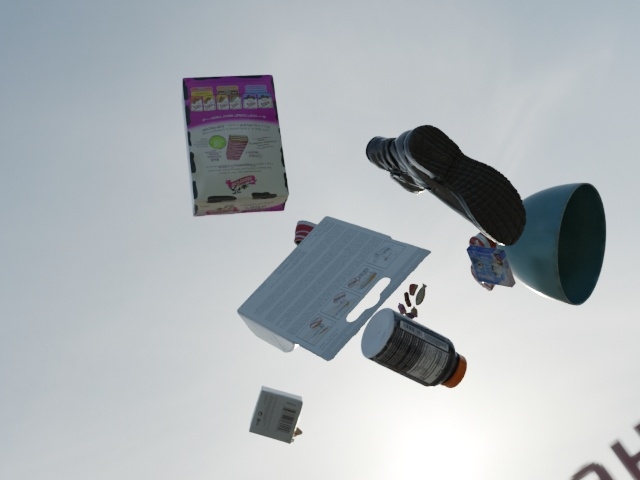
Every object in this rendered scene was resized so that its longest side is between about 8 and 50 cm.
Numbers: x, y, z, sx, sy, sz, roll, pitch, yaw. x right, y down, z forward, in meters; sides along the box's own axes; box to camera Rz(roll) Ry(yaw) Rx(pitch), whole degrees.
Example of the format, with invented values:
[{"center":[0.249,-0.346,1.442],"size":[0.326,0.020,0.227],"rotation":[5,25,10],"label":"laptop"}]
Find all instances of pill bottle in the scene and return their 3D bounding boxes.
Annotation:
[{"center":[0.225,0.263,2.179],"size":[0.245,0.130,0.130],"rotation":[28,-62,-23],"label":"pill bottle"}]

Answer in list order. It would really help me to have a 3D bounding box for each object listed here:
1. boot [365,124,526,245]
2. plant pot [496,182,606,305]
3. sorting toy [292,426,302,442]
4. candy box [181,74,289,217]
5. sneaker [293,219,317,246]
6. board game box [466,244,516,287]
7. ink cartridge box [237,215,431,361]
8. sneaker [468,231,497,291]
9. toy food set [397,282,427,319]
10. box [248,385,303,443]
[{"center":[0.266,-0.119,1.963],"size":[0.338,0.222,0.118],"rotation":[44,-105,-14],"label":"boot"},{"center":[0.540,0.002,2.243],"size":[0.290,0.195,0.290],"rotation":[-9,-78,-52],"label":"plant pot"},{"center":[-0.076,0.479,2.292],"size":[0.062,0.012,0.083],"rotation":[-19,-38,13],"label":"sorting toy"},{"center":[-0.147,-0.161,1.575],"size":[0.159,0.234,0.071],"rotation":[-4,-22,-11],"label":"candy box"},{"center":[0.000,0.000,1.998],"size":[0.118,0.067,0.042],"rotation":[12,-40,3],"label":"sneaker"},{"center":[0.360,0.054,1.964],"size":[0.020,0.090,0.090],"rotation":[-44,-57,-28],"label":"board game box"},{"center":[0.019,0.065,1.132],"size":[0.181,0.224,0.056],"rotation":[-46,-57,-16],"label":"ink cartridge box"},{"center":[0.459,0.034,2.420],"size":[0.128,0.087,0.221],"rotation":[-39,-32,-17],"label":"sneaker"},{"center":[0.235,0.165,2.455],"size":[0.019,0.078,0.122],"rotation":[14,-87,-38],"label":"toy food set"},{"center":[-0.100,0.392,2.104],"size":[0.087,0.101,0.101],"rotation":[143,144,-88],"label":"box"}]
